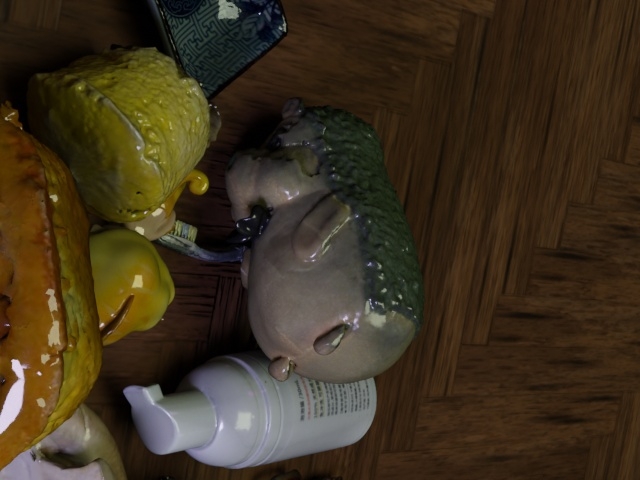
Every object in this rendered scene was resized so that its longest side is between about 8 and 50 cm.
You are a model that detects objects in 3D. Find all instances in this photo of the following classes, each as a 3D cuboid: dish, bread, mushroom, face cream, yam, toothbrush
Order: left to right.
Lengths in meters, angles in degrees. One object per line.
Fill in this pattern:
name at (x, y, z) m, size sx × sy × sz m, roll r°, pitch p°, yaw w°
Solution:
bread at (-0.347, 0.053, 1.369) m, size 0.204 × 0.337 × 0.358 m, roll 12°, pitch 71°, yaw -64°
mushroom at (-0.266, 0.291, 1.695) m, size 0.151 × 0.156 × 0.285 m, roll -12°, pitch 89°, yaw -66°
bread at (-0.214, -0.118, 1.602) m, size 0.170 × 0.197 × 0.197 m, roll -46°, pitch 133°, yaw -39°
dish at (-0.148, -0.297, 1.721) m, size 0.182 × 0.080 × 0.243 m, roll -45°, pitch 130°, yaw -35°
face cream at (-0.097, 0.211, 1.883) m, size 0.370 × 0.145 × 0.145 m, roll -4°, pitch 103°, yaw -49°
toothbrush at (-0.074, 0.029, 1.941) m, size 0.413 × 0.035 × 0.042 m, roll 21°, pitch 81°, yaw -52°
yam at (-0.071, 0.104, 1.985) m, size 0.014 × 0.014 × 0.107 m, roll 41°, pitch 68°, yaw -48°

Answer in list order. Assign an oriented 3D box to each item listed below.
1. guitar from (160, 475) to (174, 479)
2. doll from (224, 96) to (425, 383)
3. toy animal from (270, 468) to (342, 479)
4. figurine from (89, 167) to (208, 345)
guitar at (-0.256, 0.347, 1.816) m, size 0.233 × 0.025 × 0.088 m, roll -32°, pitch 127°, yaw -42°
doll at (0.000, 0.000, 1.838) m, size 0.247 × 0.247 × 0.349 m, roll 31°, pitch 50°, yaw -50°
toy animal at (-0.015, 0.445, 2.097) m, size 0.260 × 0.087 × 0.243 m, roll 24°, pitch 83°, yaw -48°
figurine at (-0.216, 0.015, 1.703) m, size 0.156 × 0.131 × 0.246 m, roll 35°, pitch 58°, yaw -28°
